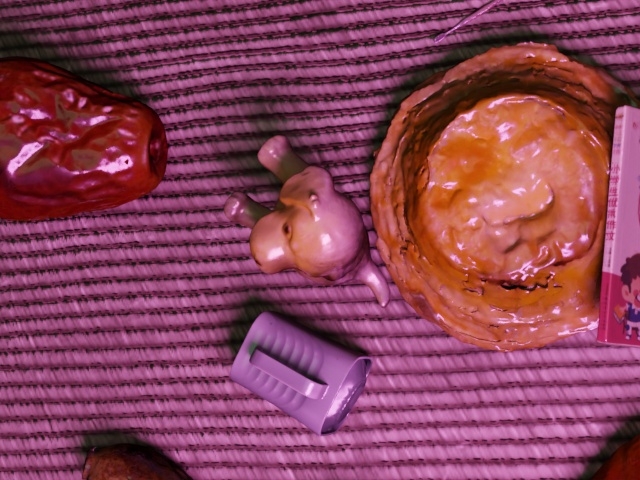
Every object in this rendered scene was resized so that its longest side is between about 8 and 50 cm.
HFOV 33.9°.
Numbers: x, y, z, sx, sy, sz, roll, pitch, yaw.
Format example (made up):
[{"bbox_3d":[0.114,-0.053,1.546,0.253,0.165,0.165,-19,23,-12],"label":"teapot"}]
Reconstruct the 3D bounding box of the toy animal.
[{"bbox_3d":[-0.013,-0.011,1.095,0.168,0.233,0.121,39,89,23],"label":"toy animal"}]

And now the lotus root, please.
[{"bbox_3d":[-0.189,0.284,1.172,0.179,0.089,0.081,29,121,9],"label":"lotus root"}]

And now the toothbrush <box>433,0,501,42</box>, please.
[{"bbox_3d":[0.168,-0.250,1.183,0.097,0.008,0.006,-32,91,8],"label":"toothbrush"}]

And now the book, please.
[{"bbox_3d":[0.345,-0.005,1.048,0.022,0.162,0.232,0,81,57],"label":"book"}]

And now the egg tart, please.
[{"bbox_3d":[0.203,-0.051,1.093,0.341,0.129,0.341,-2,82,13],"label":"egg tart"}]

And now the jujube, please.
[{"bbox_3d":[-0.309,-0.112,1.208,0.255,0.190,0.190,4,85,8],"label":"jujube"}]

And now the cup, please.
[{"bbox_3d":[-0.023,0.142,1.127,0.129,0.128,0.095,26,92,18],"label":"cup"}]

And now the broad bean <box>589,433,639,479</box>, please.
[{"bbox_3d":[0.327,0.283,1.025,0.228,0.122,0.156,-50,49,-2],"label":"broad bean"}]
